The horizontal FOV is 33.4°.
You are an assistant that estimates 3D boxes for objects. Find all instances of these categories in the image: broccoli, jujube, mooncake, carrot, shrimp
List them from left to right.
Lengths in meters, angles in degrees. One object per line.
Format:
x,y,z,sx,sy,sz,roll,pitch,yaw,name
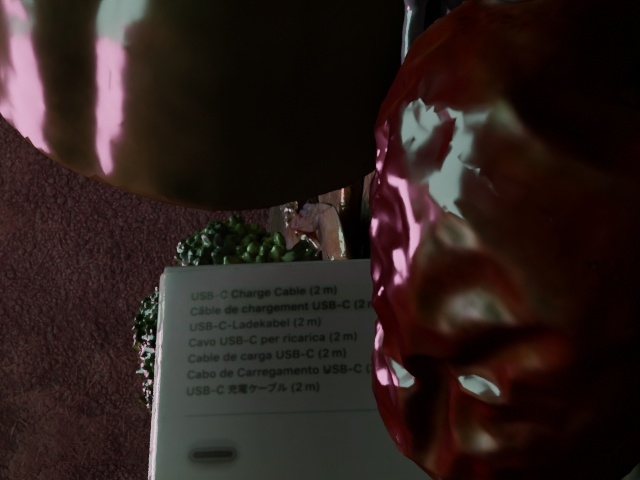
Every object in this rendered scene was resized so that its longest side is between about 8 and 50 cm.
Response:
-0.120,-0.242,1.133,0.467,0.467,0.262,-95,14,-57,mooncake
-0.031,0.121,0.944,0.288,0.260,0.235,102,157,-55,broccoli
0.000,0.000,1.353,0.164,0.062,0.316,108,154,-45,shrimp
0.040,-0.082,1.368,0.037,0.037,0.190,-130,42,-80,carrot
0.088,0.013,0.413,0.155,0.155,0.230,-92,8,-46,jujube

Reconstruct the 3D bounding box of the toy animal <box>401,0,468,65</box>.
0.090,-0.070,0.669,0.367,0.081,0.205,152,106,-79,toy animal

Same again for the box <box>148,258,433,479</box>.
0.015,0.138,0.571,0.106,0.203,0.251,74,-167,-65,box
